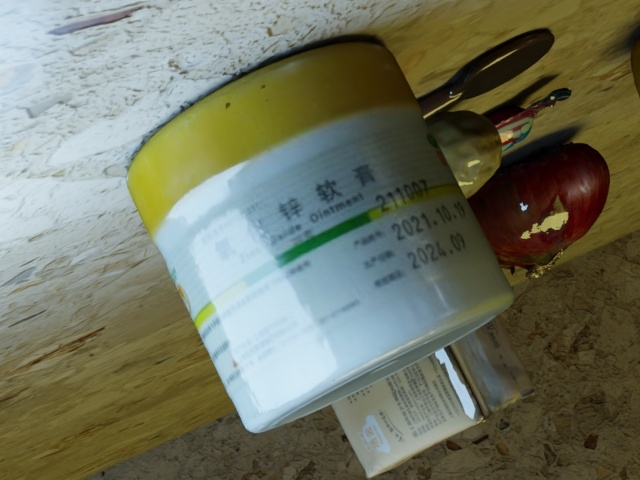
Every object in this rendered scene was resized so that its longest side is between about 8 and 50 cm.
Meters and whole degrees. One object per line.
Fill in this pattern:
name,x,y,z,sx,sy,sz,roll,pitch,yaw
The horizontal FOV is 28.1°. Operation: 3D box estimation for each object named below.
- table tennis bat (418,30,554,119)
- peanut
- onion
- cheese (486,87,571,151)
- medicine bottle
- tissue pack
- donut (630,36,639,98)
table tennis bat,0.173,-0.110,1.219,0.170,0.119,0.107,-28,170,1
peanut,0.078,-0.059,1.310,0.229,0.098,0.103,-25,144,8
onion,0.306,-0.046,1.833,0.248,0.161,0.248,-39,-173,6
cheese,0.219,-0.133,1.448,0.145,0.038,0.095,-34,169,39
medicine bottle,0.000,0.000,1.003,0.237,0.232,0.238,-26,169,-5
tissue pack,0.115,0.098,1.593,0.238,0.306,0.238,-26,169,-5
donut,0.461,-0.223,1.403,0.277,0.108,0.277,-26,170,-5
